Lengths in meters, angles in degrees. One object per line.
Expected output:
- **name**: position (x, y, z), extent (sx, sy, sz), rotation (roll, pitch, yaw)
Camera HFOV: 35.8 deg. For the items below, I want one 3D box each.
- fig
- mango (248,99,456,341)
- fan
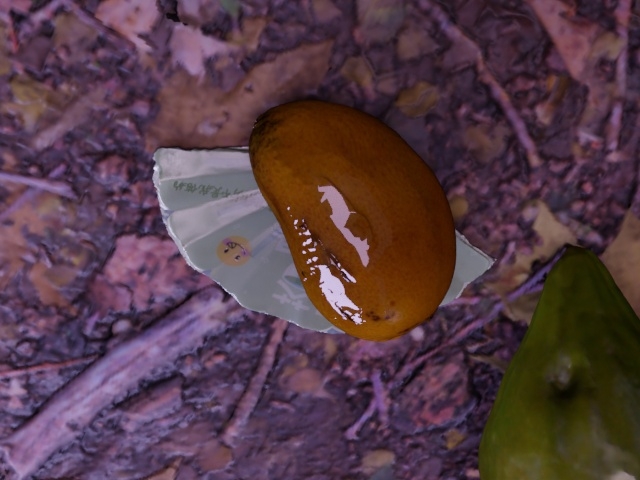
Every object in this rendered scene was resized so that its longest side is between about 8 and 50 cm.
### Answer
- **fig**: position (0.189, 0.143, 0.652), extent (0.167, 0.167, 0.233), rotation (-6, 121, -4)
- **mango**: position (0.025, -0.013, 0.595), extent (0.105, 0.084, 0.159), rotation (-30, 115, 0)
- **fan**: position (0.000, 0.000, 0.651), extent (0.240, 0.009, 0.131), rotation (17, 113, -14)
